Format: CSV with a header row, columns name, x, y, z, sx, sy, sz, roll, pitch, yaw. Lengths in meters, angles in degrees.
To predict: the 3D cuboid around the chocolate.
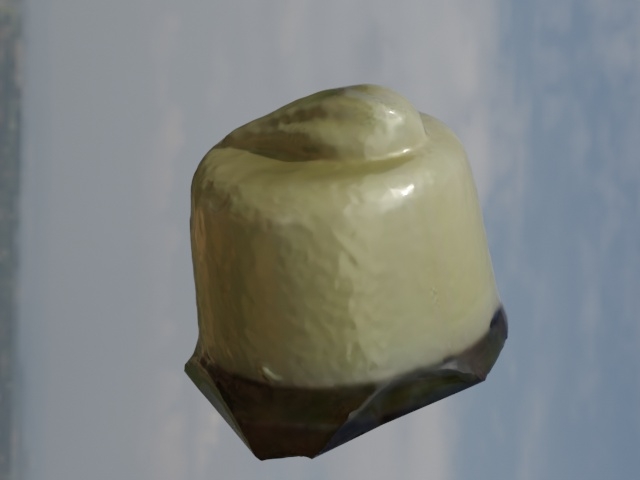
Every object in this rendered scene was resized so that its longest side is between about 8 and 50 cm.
name,x,y,z,sx,sy,sz,roll,pitch,yaw
chocolate,0.000,0.000,1.916,0.314,0.326,0.297,42,-26,63
